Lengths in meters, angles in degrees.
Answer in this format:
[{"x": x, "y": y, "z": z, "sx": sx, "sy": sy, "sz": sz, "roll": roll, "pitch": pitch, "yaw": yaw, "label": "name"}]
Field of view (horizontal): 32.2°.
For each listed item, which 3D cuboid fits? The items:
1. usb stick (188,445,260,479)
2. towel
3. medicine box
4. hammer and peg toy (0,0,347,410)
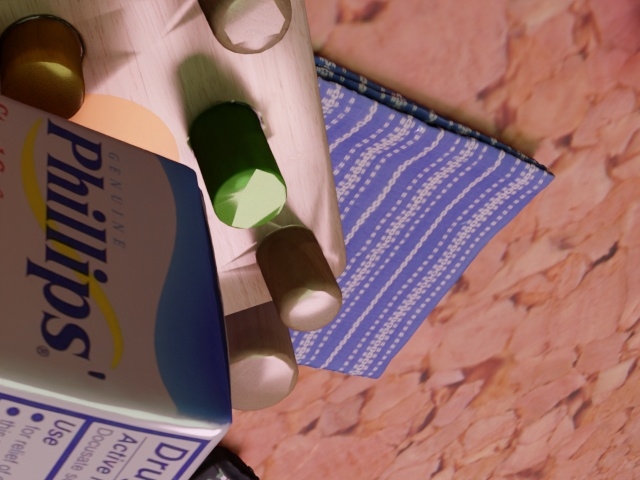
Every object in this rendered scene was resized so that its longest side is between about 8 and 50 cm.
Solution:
[{"x": -0.174, "y": 0.267, "z": 0.927, "sx": 0.278, "sy": 0.045, "sz": 0.077, "roll": -37, "pitch": 142, "yaw": 2, "label": "usb stick"}, {"x": 0.000, "y": 0.000, "z": 0.787, "sx": 0.336, "sy": 0.040, "sz": 0.243, "roll": 15, "pitch": 120, "yaw": -44, "label": "towel"}, {"x": -0.223, "y": 0.063, "z": 0.420, "sx": 0.289, "sy": 0.149, "sz": 0.263, "roll": 20, "pitch": 125, "yaw": -28, "label": "medicine box"}, {"x": -0.119, "y": 0.004, "z": 0.591, "sx": 0.266, "sy": 0.127, "sz": 0.361, "roll": -17, "pitch": 134, "yaw": -8, "label": "hammer and peg toy"}]
